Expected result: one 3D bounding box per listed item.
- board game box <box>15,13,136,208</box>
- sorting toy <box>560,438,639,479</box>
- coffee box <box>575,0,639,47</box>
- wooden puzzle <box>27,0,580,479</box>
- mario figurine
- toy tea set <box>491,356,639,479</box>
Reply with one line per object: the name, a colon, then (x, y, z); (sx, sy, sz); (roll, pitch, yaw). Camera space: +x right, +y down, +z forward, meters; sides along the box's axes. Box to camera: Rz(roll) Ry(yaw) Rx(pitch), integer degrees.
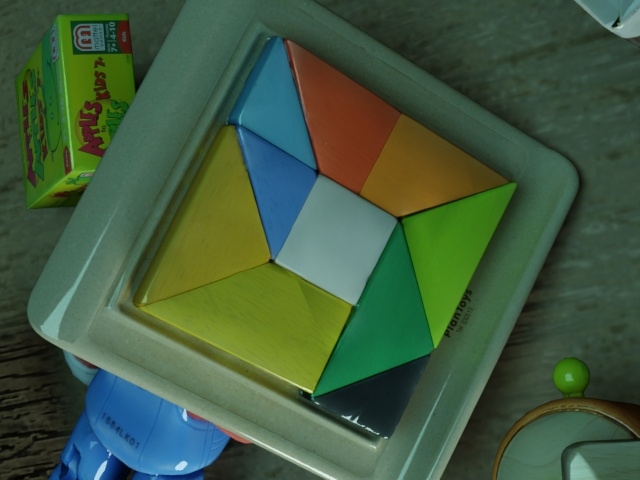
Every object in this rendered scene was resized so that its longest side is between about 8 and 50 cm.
board game box: (-0.157, -0.076, 0.853); (0.181, 0.043, 0.092); (165, 100, -69)
sorting toy: (0.243, 0.211, 0.571); (0.257, 0.089, 0.256); (-3, 83, 2)
coffee box: (0.151, -0.159, 0.581); (0.119, 0.297, 0.168); (-49, 67, 19)
wooden puzzle: (0.000, 0.000, 0.707); (0.238, 0.044, 0.221); (29, 83, -14)
mario figurine: (-0.065, 0.078, 0.837); (0.198, 0.170, 0.321); (20, 115, -7)
toy tea set: (0.166, 0.228, 0.671); (0.336, 0.124, 0.200); (48, 112, 22)
